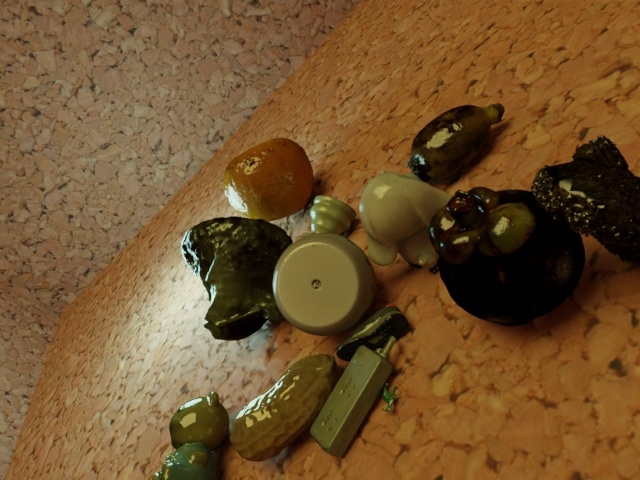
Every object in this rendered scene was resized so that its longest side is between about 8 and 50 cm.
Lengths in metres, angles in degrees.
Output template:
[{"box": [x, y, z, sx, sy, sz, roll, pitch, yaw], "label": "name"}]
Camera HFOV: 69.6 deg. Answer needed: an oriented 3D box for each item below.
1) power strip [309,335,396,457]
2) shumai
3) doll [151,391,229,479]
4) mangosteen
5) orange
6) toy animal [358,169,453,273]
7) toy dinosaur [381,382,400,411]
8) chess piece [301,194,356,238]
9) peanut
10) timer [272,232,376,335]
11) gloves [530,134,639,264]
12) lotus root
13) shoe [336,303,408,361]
[{"box": [0.084, 0.335, 1.034, 0.288, 0.053, 0.093, -58, 27, -8], "label": "power strip"}, {"box": [-0.258, 0.137, 1.445, 0.395, 0.395, 0.348, -14, 67, 43], "label": "shumai"}, {"box": [-0.337, 0.550, 1.235, 0.177, 0.162, 0.260, -50, 25, 43], "label": "doll"}, {"box": [0.338, 0.012, 0.862, 0.233, 0.287, 0.287, -24, 34, -1], "label": "mangosteen"}, {"box": [-0.187, -0.218, 1.732, 0.341, 0.293, 0.340, -25, 14, 7], "label": "orange"}, {"box": [0.206, -0.037, 1.118, 0.249, 0.289, 0.174, -53, 27, 36], "label": "toy animal"}, {"box": [0.142, 0.343, 1.000, 0.083, 0.021, 0.062, -32, 26, 53], "label": "toy dinosaur"}, {"box": [0.000, 0.000, 1.444, 0.144, 0.144, 0.251, 2, 63, 52], "label": "chess piece"}, {"box": [-0.078, 0.399, 1.107, 0.325, 0.140, 0.153, -43, -11, -3], "label": "peanut"}, {"box": [0.024, 0.115, 1.223, 0.285, 0.285, 0.285, -32, 36, 26], "label": "timer"}, {"box": [0.486, -0.052, 0.745, 0.135, 0.312, 0.210, -53, 36, 33], "label": "gloves"}, {"box": [0.362, -0.279, 1.275, 0.314, 0.141, 0.169, -39, 37, 14], "label": "lotus root"}, {"box": [0.122, 0.223, 1.114, 0.194, 0.074, 0.077, -36, 22, 16], "label": "shoe"}]
